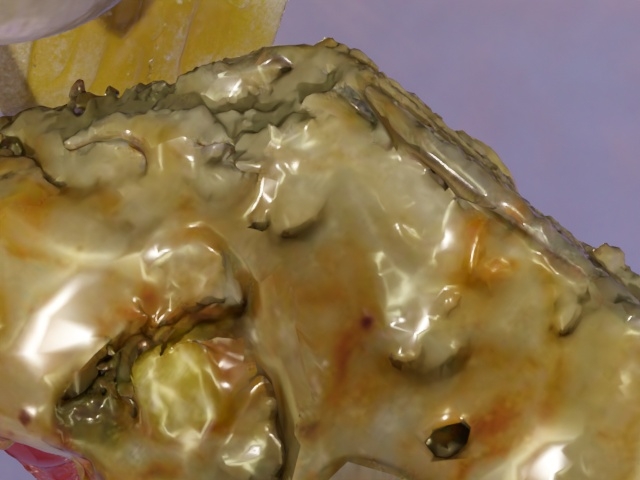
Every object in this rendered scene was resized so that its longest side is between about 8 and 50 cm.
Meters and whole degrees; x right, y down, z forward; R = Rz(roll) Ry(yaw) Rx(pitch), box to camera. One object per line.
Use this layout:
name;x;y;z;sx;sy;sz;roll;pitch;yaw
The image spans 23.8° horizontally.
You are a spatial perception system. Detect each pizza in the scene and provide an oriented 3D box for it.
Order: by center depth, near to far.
pizza;-0.025;0.034;0.451;0.189;0.297;0.071;-60;167;18

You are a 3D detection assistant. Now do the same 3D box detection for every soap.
soap;-0.159;-0.170;1.153;0.257;0.160;0.080;-3;-145;-35

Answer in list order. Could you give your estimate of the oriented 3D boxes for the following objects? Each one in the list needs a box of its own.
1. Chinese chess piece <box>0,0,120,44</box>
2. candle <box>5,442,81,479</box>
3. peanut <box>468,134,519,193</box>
Chinese chess piece;-0.183;-0.202;0.717;0.250;0.250;0.103;-46;168;-46
candle;-0.105;0.091;0.652;0.048;0.329;0.051;1;-118;11
peanut;0.000;0.000;1.141;0.305;0.147;0.147;-7;-159;2
